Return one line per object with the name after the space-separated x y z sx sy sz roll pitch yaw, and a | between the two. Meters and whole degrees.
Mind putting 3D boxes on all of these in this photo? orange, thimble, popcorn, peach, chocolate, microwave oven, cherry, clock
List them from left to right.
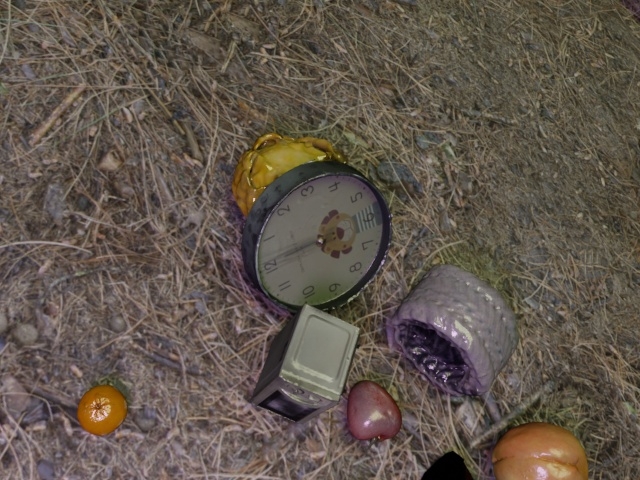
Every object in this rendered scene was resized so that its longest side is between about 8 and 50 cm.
-0.367 0.285 1.132 0.083 0.070 0.083 6 65 -14 | orange
-0.060 -0.105 1.380 0.250 0.190 0.250 1 71 -2 | popcorn
-0.025 0.231 1.216 0.129 0.205 0.163 26 60 -8 | microwave oven
0.000 -0.001 1.302 0.312 0.313 0.061 -10 28 -25 | clock
0.097 0.331 1.285 0.106 0.087 0.126 -22 78 -33 | cherry
0.251 0.479 1.264 0.148 0.125 0.080 -43 102 -36 | chocolate
0.271 0.185 1.358 0.157 0.217 0.245 -44 103 -28 | thimble
0.432 0.444 1.313 0.184 0.184 0.184 9 62 -18 | peach
